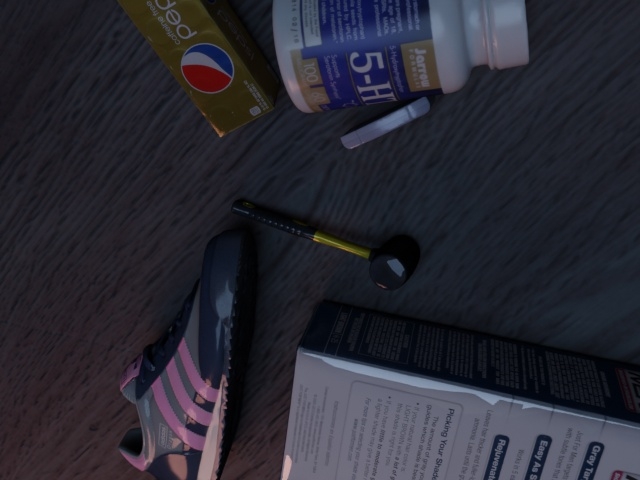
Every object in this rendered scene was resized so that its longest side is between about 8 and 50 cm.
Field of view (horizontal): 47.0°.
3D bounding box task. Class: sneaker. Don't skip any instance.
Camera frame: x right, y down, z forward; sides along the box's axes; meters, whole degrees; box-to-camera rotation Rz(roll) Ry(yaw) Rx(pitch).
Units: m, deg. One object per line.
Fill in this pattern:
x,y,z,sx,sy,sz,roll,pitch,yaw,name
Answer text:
-0.144,0.127,0.756,0.131,0.112,0.319,14,113,4,sneaker

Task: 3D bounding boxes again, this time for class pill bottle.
0.066,-0.168,0.584,0.186,0.112,0.112,-6,111,16,pill bottle

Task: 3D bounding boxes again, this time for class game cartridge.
0.059,-0.105,0.643,0.083,0.056,0.017,-24,98,21,game cartridge

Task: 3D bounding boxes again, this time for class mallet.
0.000,0.000,0.696,0.189,0.062,0.039,16,114,6,mallet

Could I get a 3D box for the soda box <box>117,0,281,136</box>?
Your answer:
-0.109,-0.182,0.623,0.061,0.058,0.181,-24,121,21,soda box

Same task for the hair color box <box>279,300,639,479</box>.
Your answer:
0.145,0.188,0.717,0.347,0.105,0.174,12,115,9,hair color box
